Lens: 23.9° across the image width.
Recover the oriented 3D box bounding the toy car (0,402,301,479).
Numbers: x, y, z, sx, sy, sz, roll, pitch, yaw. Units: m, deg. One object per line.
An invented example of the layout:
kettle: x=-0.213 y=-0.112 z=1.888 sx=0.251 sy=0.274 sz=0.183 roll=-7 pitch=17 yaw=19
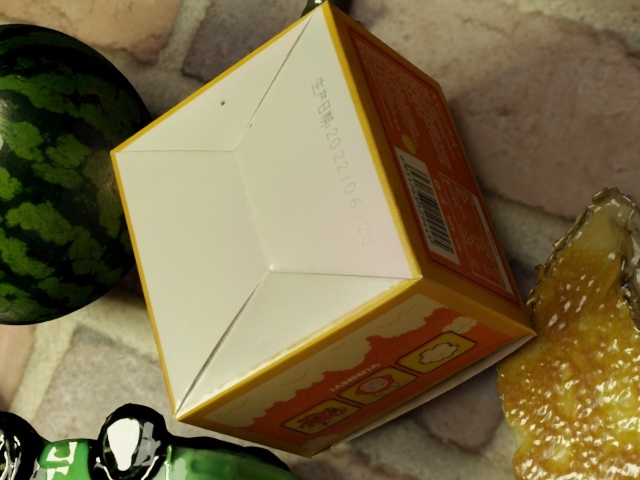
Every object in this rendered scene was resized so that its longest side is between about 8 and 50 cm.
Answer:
toy car: x=-0.197 y=0.256 z=1.352 sx=0.358 sy=0.213 sz=0.176 roll=-7 pitch=68 yaw=32

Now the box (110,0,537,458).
box: x=0.000 y=0.000 z=1.318 sx=0.259 sy=0.214 sz=0.283 roll=-32 pitch=57 yaw=25

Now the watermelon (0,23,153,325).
watermelon: x=-0.295 y=-0.062 z=1.467 sx=0.285 sy=0.285 sz=0.285 roll=-8 pitch=73 yaw=25

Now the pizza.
pizza: x=0.234 y=0.101 z=1.269 sx=0.189 sy=0.071 sz=0.297 roll=-24 pitch=61 yaw=39

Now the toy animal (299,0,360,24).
toy animal: x=0.005 y=-0.218 z=1.490 sx=0.065 sy=0.047 sz=0.136 roll=14 pitch=84 yaw=35
